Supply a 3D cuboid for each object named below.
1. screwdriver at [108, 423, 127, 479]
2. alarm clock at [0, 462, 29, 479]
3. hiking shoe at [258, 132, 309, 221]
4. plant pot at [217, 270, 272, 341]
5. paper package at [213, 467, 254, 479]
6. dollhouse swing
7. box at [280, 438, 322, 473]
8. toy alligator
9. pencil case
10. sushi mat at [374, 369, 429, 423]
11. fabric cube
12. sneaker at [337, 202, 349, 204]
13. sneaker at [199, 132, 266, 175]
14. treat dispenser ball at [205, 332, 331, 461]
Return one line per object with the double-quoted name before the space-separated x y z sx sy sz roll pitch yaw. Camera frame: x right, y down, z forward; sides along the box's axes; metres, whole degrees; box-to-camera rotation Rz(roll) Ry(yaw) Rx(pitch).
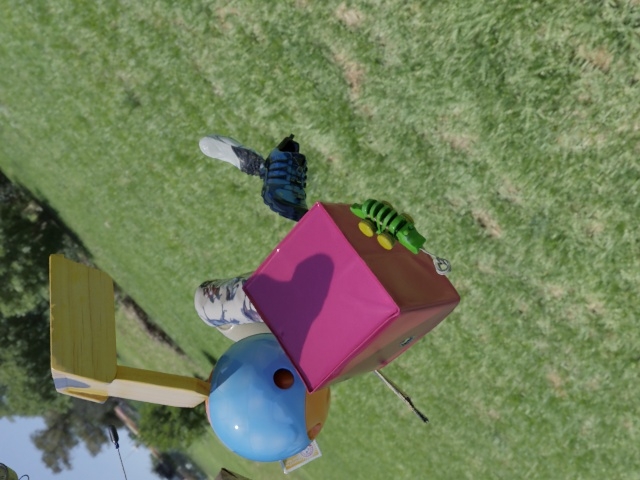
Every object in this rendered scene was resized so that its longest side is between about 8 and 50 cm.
"screwdriver" -0.564 0.594 1.792 0.025 0.024 0.170 -5 99 45
"alarm clock" -0.830 0.642 1.657 0.129 0.192 0.064 -94 -20 -45
"hiking shoe" -0.086 -0.164 1.653 0.113 0.132 0.304 17 -152 -30
"plant pot" -0.292 0.261 2.384 0.284 0.284 0.191 35 -156 31
"paper package" -0.216 0.833 1.751 0.309 0.325 0.168 35 176 -32
"dollhouse swing" -0.415 0.207 1.385 0.347 0.305 0.315 133 132 -62
"box" -0.089 0.503 1.735 0.103 0.114 0.203 129 117 -81
"toy alligator" 0.118 -0.017 0.955 0.189 0.056 0.051 35 157 27
"pencil case" -0.246 0.179 2.068 0.160 0.183 0.410 32 151 -34
"sushi mat" 0.174 0.381 1.788 0.316 0.019 0.151 38 168 49
"fabric cube" 0.063 0.101 1.235 0.258 0.254 0.259 -1 -130 -56
"sneaker" 0.000 0.000 1.660 0.104 0.262 0.125 35 -147 -32
"sneaker" -0.248 -0.264 1.924 0.237 0.086 0.085 25 126 14
"treat dispenser ball" -0.119 0.357 1.475 0.288 0.288 0.288 41 163 15
